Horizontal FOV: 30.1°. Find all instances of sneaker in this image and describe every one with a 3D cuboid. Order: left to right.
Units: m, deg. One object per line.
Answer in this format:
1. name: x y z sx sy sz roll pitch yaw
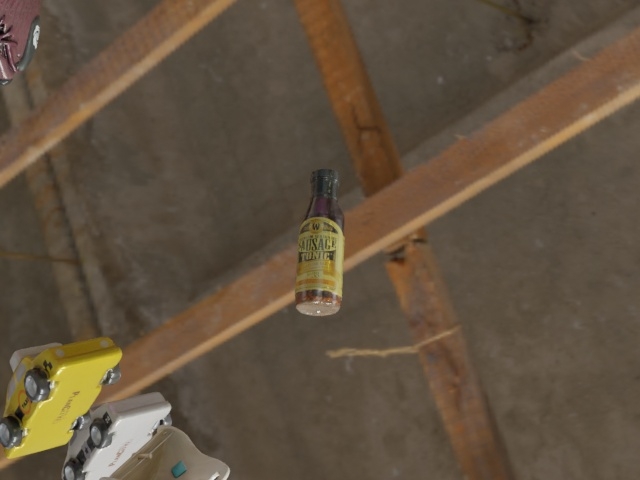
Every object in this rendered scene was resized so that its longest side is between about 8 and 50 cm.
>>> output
1. sneaker: -0.373 -0.246 1.317 0.106 0.281 0.162 6 -73 13

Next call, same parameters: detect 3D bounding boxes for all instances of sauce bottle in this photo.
1. sauce bottle: 0.000 0.000 1.029 0.042 0.042 0.128 -17 -119 36

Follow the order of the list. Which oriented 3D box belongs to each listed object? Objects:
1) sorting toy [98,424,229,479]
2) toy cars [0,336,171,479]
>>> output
1. sorting toy: -0.111 0.182 0.903 0.075 0.083 0.044 2 -68 27
2. toy cars: -0.282 0.195 1.400 0.176 0.393 0.087 -30 -115 -5
